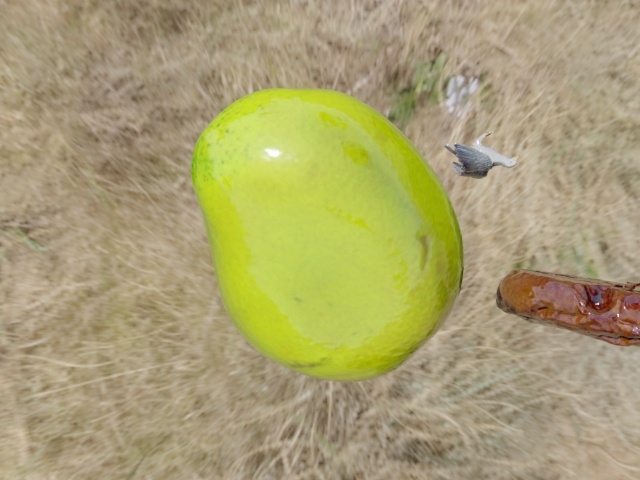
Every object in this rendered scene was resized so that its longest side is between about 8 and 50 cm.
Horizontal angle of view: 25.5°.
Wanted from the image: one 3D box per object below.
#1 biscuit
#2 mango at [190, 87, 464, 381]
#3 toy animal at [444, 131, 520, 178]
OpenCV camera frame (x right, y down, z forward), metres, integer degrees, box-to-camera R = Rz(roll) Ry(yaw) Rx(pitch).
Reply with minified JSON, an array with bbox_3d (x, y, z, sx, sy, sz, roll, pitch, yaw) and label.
[{"bbox_3d":[0.227,0.054,1.081,0.192,0.192,0.049,12,91,1],"label":"biscuit"},{"bbox_3d":[0.007,0.000,0.654,0.117,0.163,0.089,-4,49,8],"label":"mango"},{"bbox_3d":[0.114,-0.060,0.990,0.050,0.084,0.028,-15,85,4],"label":"toy animal"}]
